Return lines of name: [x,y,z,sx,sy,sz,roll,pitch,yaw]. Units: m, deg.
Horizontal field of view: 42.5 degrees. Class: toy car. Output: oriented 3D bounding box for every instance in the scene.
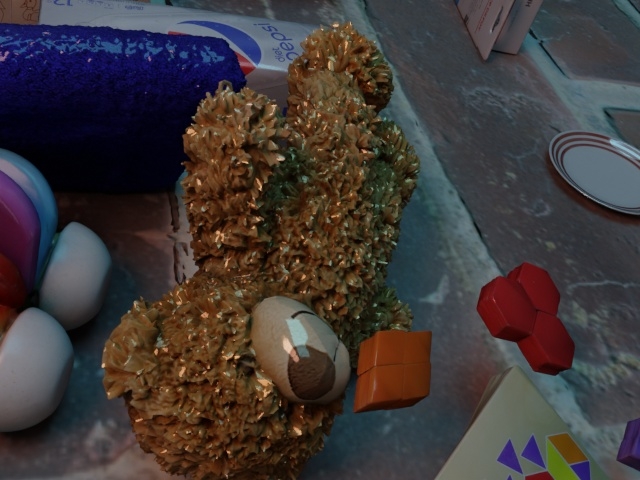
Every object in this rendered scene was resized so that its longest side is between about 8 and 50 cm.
toy car: [-0.217,0.016,0.496,0.159,0.136,0.182,15,41,-4]

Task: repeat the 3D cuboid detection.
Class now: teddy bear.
teddy bear: [0.000,0.000,0.538,0.113,0.245,0.338,6,29,24]

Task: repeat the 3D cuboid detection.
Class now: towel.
towel: [-0.225,-0.082,0.568,0.308,0.227,0.076,-3,84,-21]

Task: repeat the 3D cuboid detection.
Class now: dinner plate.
dinner plate: [0.310,-0.071,0.882,0.141,0.017,0.141,11,41,-10]

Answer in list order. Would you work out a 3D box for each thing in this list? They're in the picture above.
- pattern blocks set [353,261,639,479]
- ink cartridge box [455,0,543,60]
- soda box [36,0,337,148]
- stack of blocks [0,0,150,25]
pattern blocks set: [0.119,0.167,0.468,0.324,0.026,0.285,-25,79,-48]
ink cartridge box: [0.232,-0.313,1.052,0.060,0.104,0.180,7,43,-15]
soda box: [-0.108,-0.146,0.746,0.286,0.098,0.091,4,43,-18]
stack of blocks: [-0.302,-0.240,0.718,0.297,0.171,0.087,-10,49,-30]
